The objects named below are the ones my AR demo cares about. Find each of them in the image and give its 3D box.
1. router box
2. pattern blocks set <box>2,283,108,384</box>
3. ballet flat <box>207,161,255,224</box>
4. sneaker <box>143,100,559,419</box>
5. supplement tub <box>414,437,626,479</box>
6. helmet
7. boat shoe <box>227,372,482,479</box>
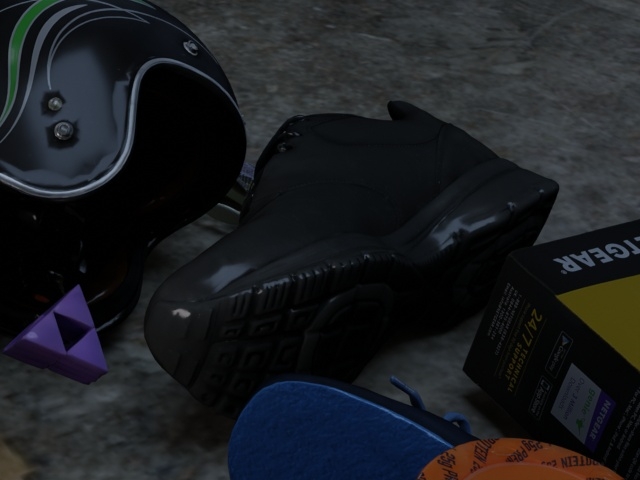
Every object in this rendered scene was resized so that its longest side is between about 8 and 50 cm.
[{"bbox_3d":[0.266,0.078,0.866,0.308,0.081,0.243,-13,44,-39],"label":"router box"},{"bbox_3d":[-0.223,0.034,0.640,0.324,0.026,0.285,14,55,-34],"label":"pattern blocks set"},{"bbox_3d":[-0.065,-0.037,0.949,0.114,0.041,0.041,32,38,24],"label":"ballet flat"},{"bbox_3d":[0.000,0.000,0.859,0.130,0.109,0.286,41,33,21],"label":"sneaker"},{"bbox_3d":[0.050,0.166,0.576,0.117,0.190,0.117,10,36,-7],"label":"supplement tub"},{"bbox_3d":[-0.128,-0.050,0.835,0.169,0.169,0.161,21,52,8],"label":"helmet"},{"bbox_3d":[0.073,0.142,0.717,0.258,0.109,0.089,37,12,-2],"label":"boat shoe"}]
